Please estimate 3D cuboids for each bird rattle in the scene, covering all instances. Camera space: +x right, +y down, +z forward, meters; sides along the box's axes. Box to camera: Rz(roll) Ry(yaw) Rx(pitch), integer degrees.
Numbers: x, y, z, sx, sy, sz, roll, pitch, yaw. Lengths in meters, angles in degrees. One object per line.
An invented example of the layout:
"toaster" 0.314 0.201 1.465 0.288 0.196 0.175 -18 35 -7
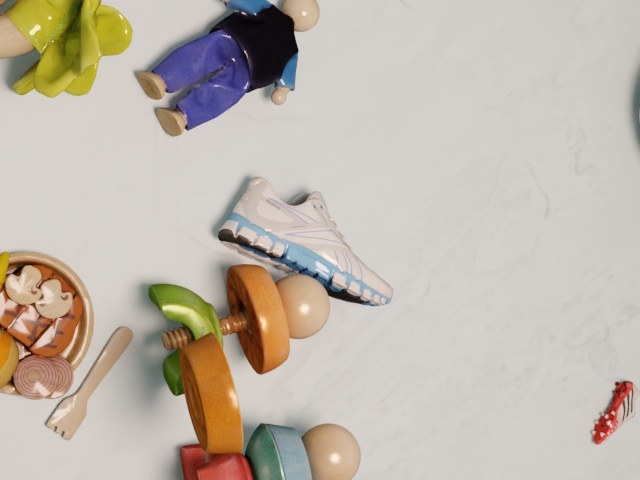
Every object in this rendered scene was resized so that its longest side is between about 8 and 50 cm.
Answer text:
"bird rattle" -0.250 -0.237 1.082 0.207 0.143 0.253 -7 94 -13

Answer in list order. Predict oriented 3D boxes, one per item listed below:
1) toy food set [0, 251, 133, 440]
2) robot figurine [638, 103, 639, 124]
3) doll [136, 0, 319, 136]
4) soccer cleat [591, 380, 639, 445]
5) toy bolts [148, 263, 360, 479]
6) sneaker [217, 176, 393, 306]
"toy food set" -0.251 0.076 1.143 0.192 0.038 0.132 39 74 -26
"robot figurine" 0.481 -0.145 1.481 0.278 0.209 0.173 -11 135 -30
"doll" -0.075 -0.175 1.226 0.189 0.046 0.129 -35 110 -23
"soccer cleat" 0.331 0.195 1.492 0.035 0.029 0.083 39 70 -22
"toy bolts" -0.040 0.145 1.177 0.158 0.218 0.228 -13 107 -15
"sneaker" 0.000 0.000 1.269 0.191 0.071 0.083 29 73 -28
